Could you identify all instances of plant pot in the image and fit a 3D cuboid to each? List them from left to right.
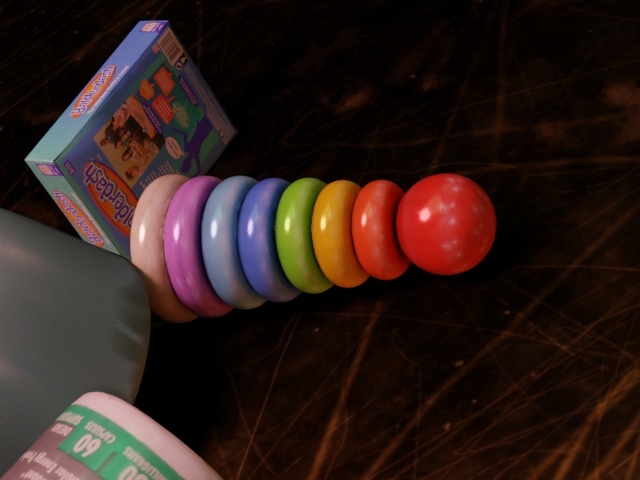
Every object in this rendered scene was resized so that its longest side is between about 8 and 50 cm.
[{"bbox_3d":[-0.331,0.092,1.546,0.293,0.235,0.293,-33,41,34],"label":"plant pot"}]

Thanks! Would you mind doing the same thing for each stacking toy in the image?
[{"bbox_3d":[0.000,0.000,1.603,0.330,0.141,0.141,-3,44,24],"label":"stacking toy"}]

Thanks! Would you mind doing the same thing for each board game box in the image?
[{"bbox_3d":[-0.189,-0.097,1.811,0.047,0.160,0.210,5,48,40],"label":"board game box"}]

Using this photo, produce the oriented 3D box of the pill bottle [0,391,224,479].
[{"bbox_3d":[-0.222,0.306,1.318,0.204,0.204,0.361,18,58,47],"label":"pill bottle"}]
